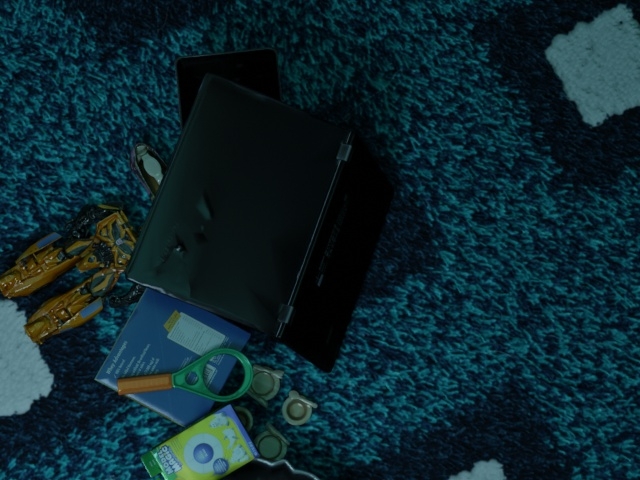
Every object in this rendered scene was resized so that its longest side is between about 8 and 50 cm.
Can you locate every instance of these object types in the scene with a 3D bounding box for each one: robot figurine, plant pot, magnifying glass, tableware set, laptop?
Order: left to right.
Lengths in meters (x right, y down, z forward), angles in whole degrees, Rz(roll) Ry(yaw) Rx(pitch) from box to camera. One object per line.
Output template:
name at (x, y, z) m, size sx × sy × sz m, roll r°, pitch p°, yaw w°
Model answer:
robot figurine at (-0.438, 0.055, 1.936) m, size 0.291 × 0.085 × 0.211 m, roll -34°, pitch 84°, yaw -7°
magnifying glass at (-0.230, 0.237, 1.788) m, size 0.231 × 0.026 × 0.092 m, roll -5°, pitch 84°, yaw -12°
plant pot at (-0.164, -0.237, 1.959) m, size 0.188 × 0.167 × 0.188 m, roll -6°, pitch 79°, yaw -2°
tableware set at (-0.099, 0.321, 1.919) m, size 0.141 × 0.020 × 0.168 m, roll 32°, pitch 79°, yaw 5°
laptop at (-0.083, -0.020, 1.841) m, size 0.236 × 0.408 × 0.381 m, roll 14°, pitch 76°, yaw 25°

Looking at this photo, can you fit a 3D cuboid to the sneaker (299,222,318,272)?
sneaker at (0.000, 0.000, 1.967) m, size 0.053 × 0.059 × 0.144 m, roll 29°, pitch 80°, yaw 3°

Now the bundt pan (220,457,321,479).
bundt pan at (-0.105, 0.544, 1.820) m, size 0.331 × 0.124 × 0.330 m, roll 0°, pitch 77°, yaw 0°

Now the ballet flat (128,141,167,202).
ballet flat at (-0.289, -0.095, 1.973) m, size 0.077 × 0.079 × 0.221 m, roll -37°, pitch 81°, yaw -9°

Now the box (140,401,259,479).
box at (-0.205, 0.363, 1.768) m, size 0.179 × 0.043 × 0.105 m, roll -31°, pitch 88°, yaw -4°

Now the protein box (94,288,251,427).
protein box at (-0.263, 0.208, 1.867) m, size 0.201 × 0.136 × 0.199 m, roll 29°, pitch 79°, yaw -4°
